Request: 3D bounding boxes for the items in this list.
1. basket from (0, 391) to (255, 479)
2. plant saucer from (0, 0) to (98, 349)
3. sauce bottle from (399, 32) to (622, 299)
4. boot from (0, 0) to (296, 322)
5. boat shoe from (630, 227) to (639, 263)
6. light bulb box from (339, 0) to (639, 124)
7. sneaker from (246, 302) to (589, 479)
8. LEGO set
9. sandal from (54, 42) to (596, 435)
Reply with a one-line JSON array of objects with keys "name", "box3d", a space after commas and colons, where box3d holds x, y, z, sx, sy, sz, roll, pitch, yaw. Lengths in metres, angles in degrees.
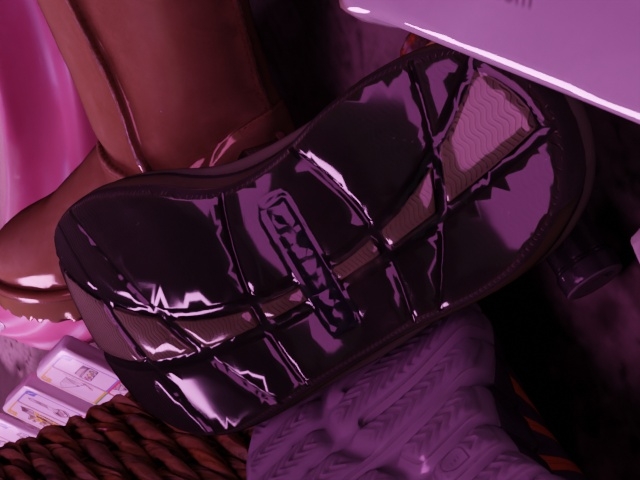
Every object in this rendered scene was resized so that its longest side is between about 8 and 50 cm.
[{"name": "basket", "box3d": [-0.069, 0.227, 0.926, 0.299, 0.223, 0.213, 26, 131, 51]}, {"name": "plant saucer", "box3d": [-0.211, -0.089, 1.109, 0.332, 0.084, 0.332, 27, 126, 46]}, {"name": "sauce bottle", "box3d": [0.079, -0.036, 0.756, 0.128, 0.042, 0.042, 58, 143, 18]}, {"name": "boot", "box3d": [-0.113, -0.101, 0.896, 0.236, 0.089, 0.269, -8, 114, 35]}, {"name": "boat shoe", "box3d": [0.199, 0.054, 0.603, 0.081, 0.079, 0.227, -49, 61, 12]}, {"name": "light bulb box", "box3d": [0.217, -0.165, 0.289, 0.358, 0.225, 0.361, 29, 116, 46]}, {"name": "sneaker", "box3d": [0.079, 0.142, 0.757, 0.180, 0.125, 0.321, 48, -173, -25]}, {"name": "LEGO set", "box3d": [-0.216, 0.057, 1.112, 0.182, 0.244, 0.060, -42, 25, 56]}, {"name": "sandal", "box3d": [0.002, 0.001, 0.781, 0.303, 0.086, 0.120, -21, 96, 41]}]
